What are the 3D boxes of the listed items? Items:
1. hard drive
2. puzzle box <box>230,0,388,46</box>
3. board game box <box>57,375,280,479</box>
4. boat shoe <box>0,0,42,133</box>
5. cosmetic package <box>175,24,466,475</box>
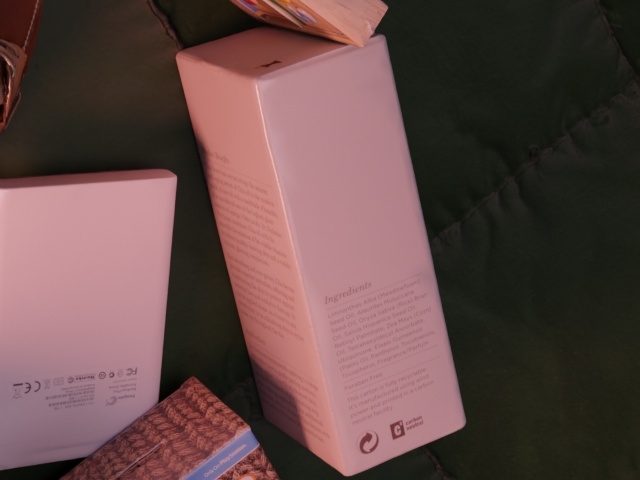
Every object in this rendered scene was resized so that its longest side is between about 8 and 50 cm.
[{"bbox_3d":[-0.266,0.084,1.914,0.210,0.040,0.319,-5,112,-30],"label":"hard drive"},{"bbox_3d":[-0.147,-0.335,1.781,0.409,0.272,0.052,34,86,-27],"label":"puzzle box"},{"bbox_3d":[-0.141,0.346,1.985,0.232,0.141,0.291,-37,124,-14],"label":"board game box"},{"bbox_3d":[-0.345,-0.162,1.779,0.123,0.116,0.324,28,69,-29],"label":"boat shoe"},{"bbox_3d":[0.000,0.000,1.951,0.161,0.230,0.453,-20,110,-21],"label":"cosmetic package"}]
